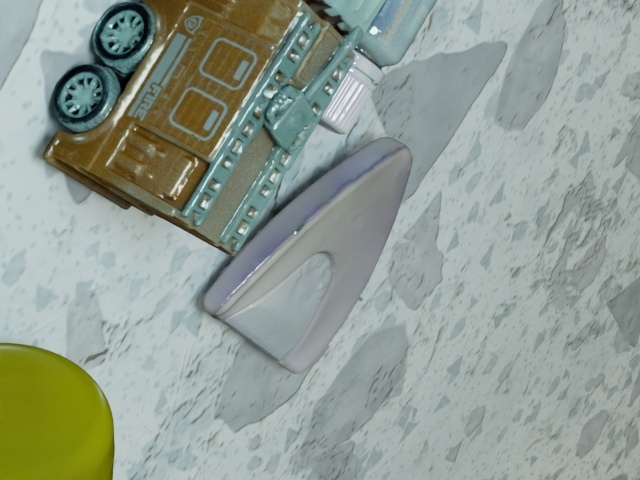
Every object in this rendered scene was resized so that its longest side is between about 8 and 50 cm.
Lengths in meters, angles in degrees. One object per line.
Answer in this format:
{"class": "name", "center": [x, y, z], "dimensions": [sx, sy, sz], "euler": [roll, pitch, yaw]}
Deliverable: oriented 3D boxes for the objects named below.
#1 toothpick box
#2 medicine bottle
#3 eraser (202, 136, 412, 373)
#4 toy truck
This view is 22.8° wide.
{"class": "toothpick box", "center": [-0.250, 0.230, 1.243], "dimensions": [0.175, 0.175, 0.271], "euler": [-33, 142, -39]}
{"class": "medicine bottle", "center": [0.045, -0.194, 1.415], "dimensions": [0.203, 0.083, 0.083], "euler": [-59, 150, -5]}
{"class": "eraser", "center": [-0.001, 0.000, 1.531], "dimensions": [0.243, 0.059, 0.204], "euler": [-54, 149, -6]}
{"class": "toy truck", "center": [-0.061, -0.149, 1.216], "dimensions": [0.305, 0.162, 0.136], "euler": [-59, 149, -4]}
